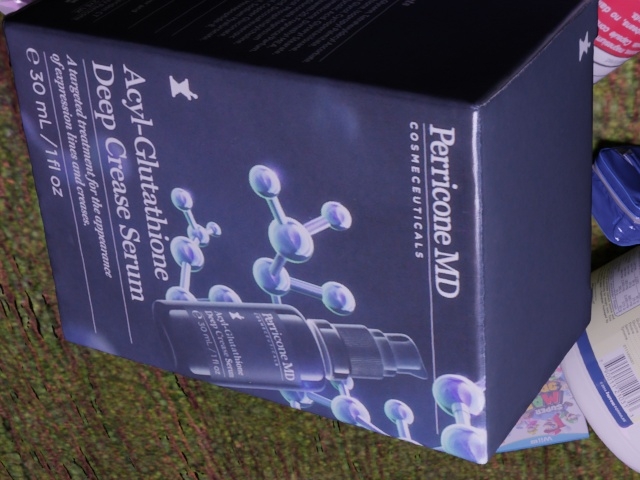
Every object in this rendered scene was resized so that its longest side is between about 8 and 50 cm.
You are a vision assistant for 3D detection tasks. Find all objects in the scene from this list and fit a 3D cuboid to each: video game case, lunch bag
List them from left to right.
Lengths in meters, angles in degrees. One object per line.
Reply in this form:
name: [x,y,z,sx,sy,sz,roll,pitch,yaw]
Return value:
video game case: [0.248,0.190,1.770,0.119,0.015,0.166,-12,133,11]
lunch bag: [0.308,-0.051,1.484,0.067,0.098,0.065,-10,146,-34]

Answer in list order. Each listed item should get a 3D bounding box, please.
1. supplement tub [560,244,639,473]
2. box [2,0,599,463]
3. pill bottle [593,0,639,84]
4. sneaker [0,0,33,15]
supplement tub: [0.427,0.079,1.508,0.325,0.235,0.235,-33,125,28]
box: [-0.008,-0.047,1.144,0.396,0.212,0.293,13,125,27]
pill bottle: [0.185,-0.239,1.207,0.229,0.229,0.408,35,125,-29]
sneaker: [-0.270,-0.253,1.302,0.108,0.100,0.271,-41,126,16]
